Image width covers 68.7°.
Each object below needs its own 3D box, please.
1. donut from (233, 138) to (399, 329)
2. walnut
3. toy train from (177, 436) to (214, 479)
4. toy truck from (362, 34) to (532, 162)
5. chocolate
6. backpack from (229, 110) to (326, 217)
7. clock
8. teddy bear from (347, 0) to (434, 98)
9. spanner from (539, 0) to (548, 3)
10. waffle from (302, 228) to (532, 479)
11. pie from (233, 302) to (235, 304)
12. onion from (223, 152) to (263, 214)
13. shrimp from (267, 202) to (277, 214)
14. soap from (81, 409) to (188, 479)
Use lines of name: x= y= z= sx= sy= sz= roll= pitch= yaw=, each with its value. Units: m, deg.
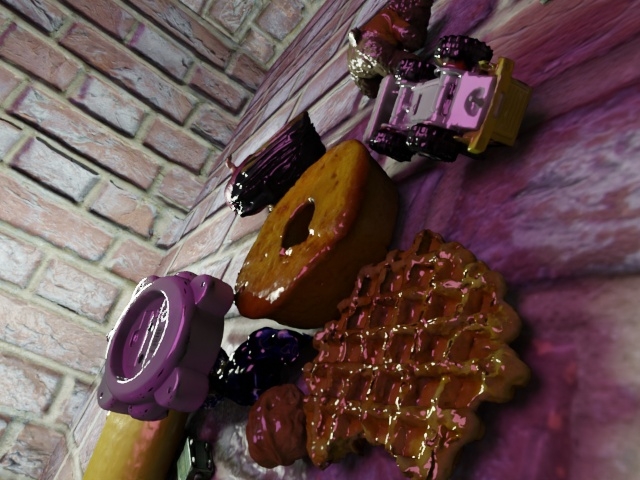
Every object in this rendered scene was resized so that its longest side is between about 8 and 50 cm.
donut: x=0.000 y=0.000 z=0.690 sx=0.303 sy=0.110 sz=0.302 roll=-44 pitch=24 yaw=26
walnut: x=-0.044 y=0.213 z=0.536 sx=0.079 sy=0.082 sz=0.096 roll=-23 pitch=28 yaw=10
toy train: x=-0.197 y=0.353 z=0.732 sx=0.056 sy=0.038 sz=0.093 roll=-64 pitch=22 yaw=1
toy truck: x=0.143 y=-0.162 z=0.597 sx=0.286 sy=0.111 sz=0.136 roll=-139 pitch=66 yaw=-71
chocolate: x=-0.134 y=0.203 z=0.720 sx=0.343 sy=0.126 sz=0.148 roll=-21 pitch=5 yaw=47
backpack: x=-0.100 y=-0.148 z=1.019 sx=0.258 sy=0.133 sz=0.206 roll=-30 pitch=20 yaw=20
clock: x=-0.236 y=0.154 z=0.711 sx=0.248 sy=0.090 sz=0.227 roll=-13 pitch=56 yaw=44
teddy bear: x=0.138 y=-0.389 z=0.901 sx=0.190 sy=0.140 sz=0.177 roll=-52 pitch=17 yaw=-8
spanner: x=0.367 y=-0.396 z=0.559 sx=0.254 sy=0.015 sz=0.054 roll=-44 pitch=26 yaw=31
waffle: x=0.069 y=0.115 z=0.457 sx=0.291 sy=0.051 sz=0.291 roll=-44 pitch=26 yaw=28
pie: x=-0.167 y=0.104 z=1.029 sx=0.085 sy=0.017 sz=0.085 roll=-45 pitch=25 yaw=28
onion: x=-0.179 y=-0.148 z=1.229 sx=0.177 sy=0.154 sz=0.177 roll=-32 pitch=45 yaw=38
shrimp: x=-0.052 y=-0.078 z=0.984 sx=0.133 sy=0.053 sz=0.236 roll=-59 pitch=20 yaw=-14
soap: x=-0.359 y=0.390 z=0.914 sx=0.306 sy=0.115 sz=0.426 roll=-9 pitch=58 yaw=61
